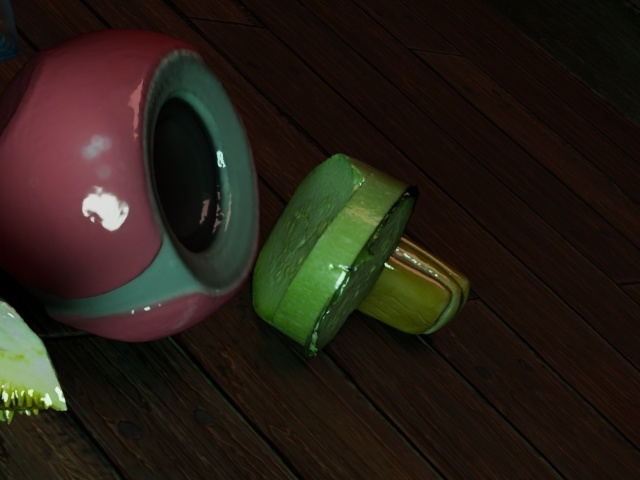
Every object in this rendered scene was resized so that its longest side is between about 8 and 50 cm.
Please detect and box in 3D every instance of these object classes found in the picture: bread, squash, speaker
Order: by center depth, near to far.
[{"bbox_3d":[-0.181,-0.047,1.456,0.294,0.294,0.294,26,24,-13],"label":"speaker"},{"bbox_3d":[0.006,0.008,1.649,0.133,0.220,0.220,33,23,1],"label":"squash"},{"bbox_3d":[0.073,0.041,1.811,0.200,0.116,0.077,32,48,0],"label":"bread"}]

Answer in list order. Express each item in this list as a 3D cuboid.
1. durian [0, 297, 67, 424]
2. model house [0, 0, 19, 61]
[{"bbox_3d":[-0.326,0.074,1.210,0.305,0.185,0.195,25,-3,2],"label":"durian"},{"bbox_3d":[-0.414,-0.182,1.345,0.335,0.342,0.382,-7,53,-1],"label":"model house"}]
